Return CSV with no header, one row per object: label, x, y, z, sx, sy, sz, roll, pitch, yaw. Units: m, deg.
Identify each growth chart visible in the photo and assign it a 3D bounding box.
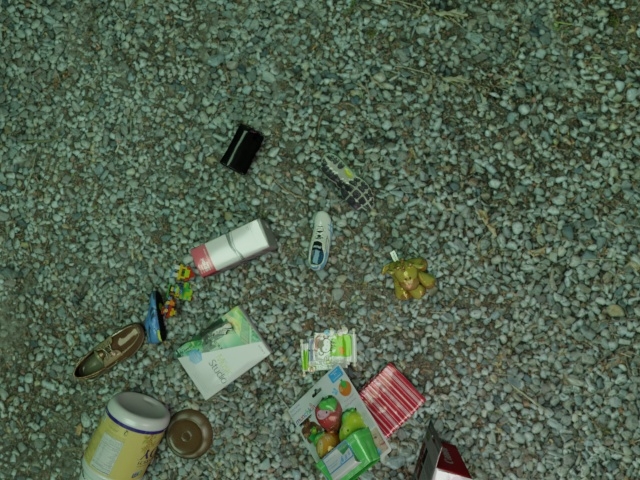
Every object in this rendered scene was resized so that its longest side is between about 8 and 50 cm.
growth chart,0.032,0.430,1.933,0.237,0.021,0.172,-10,85,4

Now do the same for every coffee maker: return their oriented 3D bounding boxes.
coffee maker,-0.309,-0.355,1.929,0.120,0.171,0.178,26,92,-10

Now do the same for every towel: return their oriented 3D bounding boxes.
towel,0.230,0.619,1.857,0.275,0.031,0.199,-43,66,-5

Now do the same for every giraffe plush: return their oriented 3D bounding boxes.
giraffe plush,0.327,0.126,1.844,0.181,0.170,0.210,-41,84,2

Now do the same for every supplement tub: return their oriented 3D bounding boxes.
supplement tub,-0.745,0.775,1.878,0.241,0.241,0.331,25,90,6

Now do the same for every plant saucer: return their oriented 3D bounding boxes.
plant saucer,-0.527,0.773,1.960,0.198,0.036,0.198,0,88,5

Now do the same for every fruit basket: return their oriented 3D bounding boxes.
fruit basket,0.050,0.684,1.790,0.327,0.165,0.353,-48,64,23

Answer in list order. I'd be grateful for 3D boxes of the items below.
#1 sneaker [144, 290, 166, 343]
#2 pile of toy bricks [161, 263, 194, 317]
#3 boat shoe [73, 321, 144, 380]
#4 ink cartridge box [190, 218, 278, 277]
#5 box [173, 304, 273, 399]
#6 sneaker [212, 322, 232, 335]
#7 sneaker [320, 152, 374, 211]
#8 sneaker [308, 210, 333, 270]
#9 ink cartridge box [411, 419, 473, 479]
sneaker,-0.673,0.308,1.981,0.082,0.069,0.209,-7,87,9
pile of toy bricks,-0.556,0.211,1.970,0.105,0.118,0.212,16,71,-22
boat shoe,-0.840,0.450,1.964,0.324,0.116,0.123,-42,84,2
ink cartridge box,-0.322,0.030,1.891,0.283,0.207,0.117,-24,86,4
box,-0.383,0.440,1.952,0.322,0.058,0.232,-37,84,1
sneaker,-0.380,0.352,1.913,0.083,0.032,0.037,-30,84,4
sneaker,0.113,-0.235,1.917,0.107,0.110,0.275,-35,102,20
sneaker,0.000,0.000,1.925,0.085,0.086,0.237,6,86,7
ink cartridge box,0.424,0.816,1.730,0.130,0.309,0.272,16,89,6
